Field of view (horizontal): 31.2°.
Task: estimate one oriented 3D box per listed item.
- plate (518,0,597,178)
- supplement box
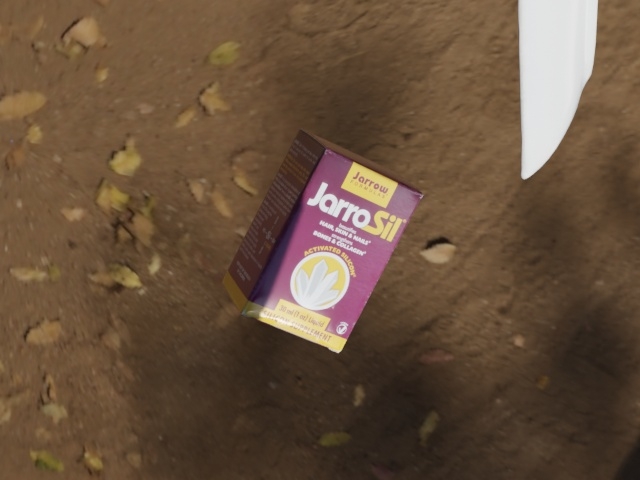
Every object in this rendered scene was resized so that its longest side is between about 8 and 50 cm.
[{"bbox_3d":[0.140,-0.225,0.674,0.045,0.278,0.277,0,131,11],"label":"plate"},{"bbox_3d":[0.000,0.000,0.521,0.055,0.043,0.083,23,99,-23],"label":"supplement box"}]
